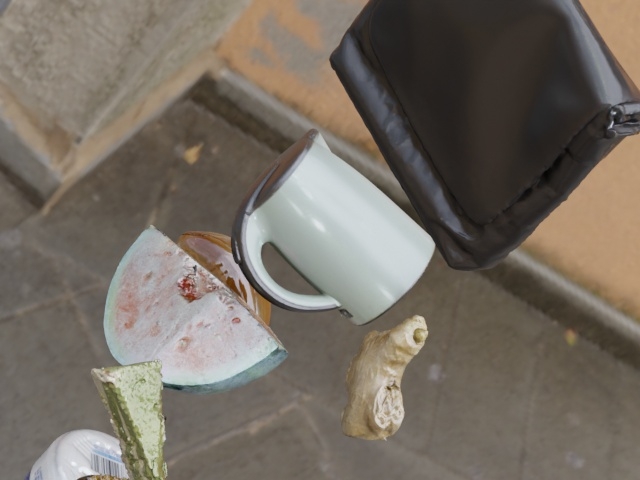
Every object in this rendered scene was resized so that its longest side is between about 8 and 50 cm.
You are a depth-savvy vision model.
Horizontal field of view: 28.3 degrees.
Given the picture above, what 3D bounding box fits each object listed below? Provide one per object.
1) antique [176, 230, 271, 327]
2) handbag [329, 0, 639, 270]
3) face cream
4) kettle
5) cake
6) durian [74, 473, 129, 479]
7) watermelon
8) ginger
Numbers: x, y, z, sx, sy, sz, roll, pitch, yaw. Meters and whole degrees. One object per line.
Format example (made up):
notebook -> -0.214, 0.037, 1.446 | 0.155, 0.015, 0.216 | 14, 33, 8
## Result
antique -> -0.189, 0.122, 2.195 | 0.129, 0.224, 0.278 | -1, 88, -59
handbag -> 0.129, -0.128, 0.988 | 0.080, 0.223, 0.246 | -11, 64, -40
face cream -> -0.347, 0.392, 1.949 | 0.206, 0.111, 0.206 | 34, 24, -17
kettle -> 0.000, 0.000, 1.697 | 0.236, 0.161, 0.221 | 44, 73, -14
cake -> -0.143, 0.162, 1.050 | 0.055, 0.051, 0.140 | -23, 101, -32
durian -> -0.203, 0.312, 1.302 | 0.168, 0.158, 0.137 | 44, 79, -1
watermelon -> -0.189, 0.144, 1.867 | 0.322, 0.188, 0.175 | 44, -3, 47
ginger -> 0.092, 0.208, 1.988 | 0.074, 0.137, 0.213 | 13, 95, -44
